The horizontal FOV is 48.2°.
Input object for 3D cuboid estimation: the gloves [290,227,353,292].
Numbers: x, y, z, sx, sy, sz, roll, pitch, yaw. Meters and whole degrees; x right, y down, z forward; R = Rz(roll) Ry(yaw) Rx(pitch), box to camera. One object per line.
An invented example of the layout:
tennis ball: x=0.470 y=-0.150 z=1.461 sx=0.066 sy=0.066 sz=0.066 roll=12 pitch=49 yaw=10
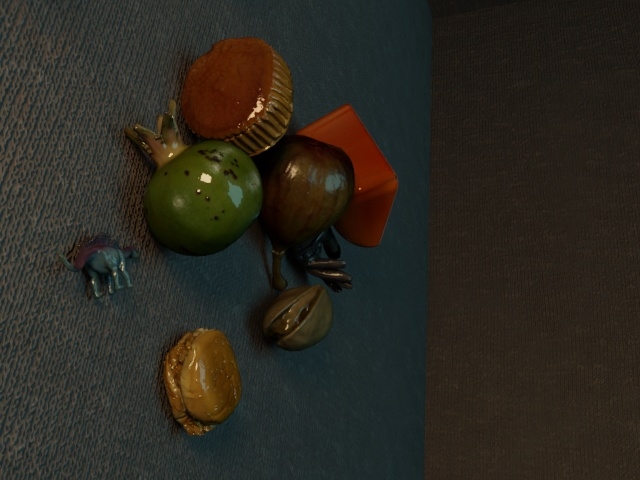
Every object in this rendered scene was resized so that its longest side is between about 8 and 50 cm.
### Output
gloves: x=-0.010 y=-0.003 z=1.600 sx=0.286 sy=0.119 sz=0.142 roll=62 pitch=34 yaw=-18

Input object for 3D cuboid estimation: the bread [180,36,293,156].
bread: x=-0.139 y=-0.239 z=1.183 sx=0.104 sy=0.199 sz=0.199 roll=42 pitch=46 yaw=-61

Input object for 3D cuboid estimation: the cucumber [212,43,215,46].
cucumber: x=-0.151 y=-0.266 z=1.296 sx=0.078 sy=0.062 sz=0.211 roll=28 pitch=52 yaw=-55

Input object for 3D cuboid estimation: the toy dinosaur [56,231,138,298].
toy dinosaur: x=-0.280 y=0.030 z=0.924 sx=0.197 sy=0.045 sz=0.080 roll=-3 pitch=75 yaw=-78

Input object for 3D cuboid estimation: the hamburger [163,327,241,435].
hamburger: x=-0.180 y=0.214 z=1.102 sx=0.138 sy=0.083 sz=0.147 roll=-40 pitch=120 yaw=-62

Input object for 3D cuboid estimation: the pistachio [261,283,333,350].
pistachio: x=-0.043 y=0.153 z=1.434 sx=0.226 sy=0.135 sz=0.136 roll=-21 pitch=105 yaw=-70

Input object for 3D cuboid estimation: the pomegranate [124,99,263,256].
pomegranate: x=-0.189 y=-0.089 z=1.050 sx=0.224 sy=0.181 sz=0.181 roll=57 pitch=26 yaw=-10

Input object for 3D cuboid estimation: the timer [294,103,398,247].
timer: x=0.057 y=-0.131 z=1.651 sx=0.257 sy=0.161 sz=0.250 roll=61 pitch=-8 yaw=29

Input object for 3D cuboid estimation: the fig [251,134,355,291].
fig: x=-0.054 y=-0.043 z=1.417 sx=0.217 sy=0.216 sz=0.321 roll=-32 pitch=136 yaw=-69
